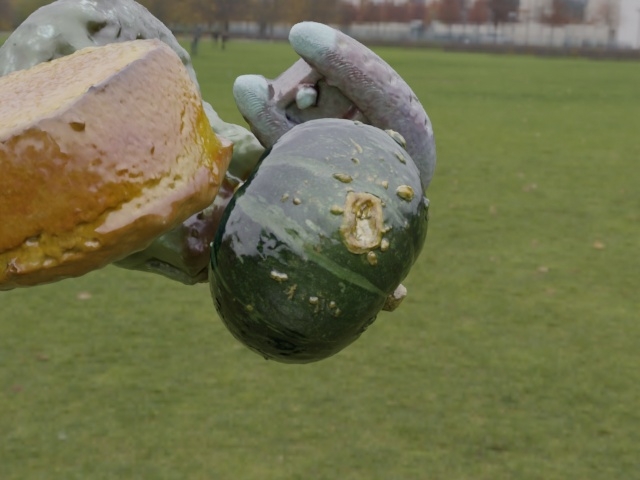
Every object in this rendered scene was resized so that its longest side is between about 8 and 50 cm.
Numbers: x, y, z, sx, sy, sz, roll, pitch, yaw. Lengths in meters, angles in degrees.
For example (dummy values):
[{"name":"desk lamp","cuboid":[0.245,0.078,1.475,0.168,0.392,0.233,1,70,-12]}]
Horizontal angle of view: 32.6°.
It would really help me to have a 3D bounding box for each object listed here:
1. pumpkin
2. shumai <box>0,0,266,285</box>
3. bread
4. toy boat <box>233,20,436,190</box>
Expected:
[{"name":"pumpkin","cuboid":[-0.001,0.001,0.806,0.146,0.190,0.190,17,11,1]},{"name":"shumai","cuboid":[-0.211,-0.098,1.344,0.323,0.324,0.397,31,6,16]},{"name":"bread","cuboid":[-0.241,-0.074,1.033,0.312,0.172,0.312,-16,21,6]},{"name":"toy boat","cuboid":[0.024,-0.110,1.112,0.227,0.155,0.085,41,20,-25]}]
